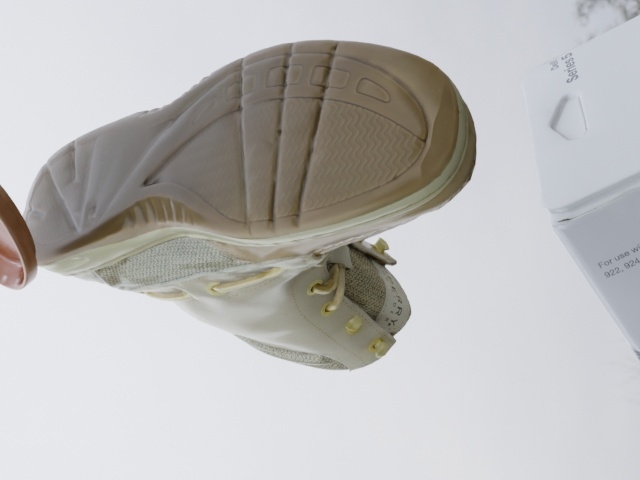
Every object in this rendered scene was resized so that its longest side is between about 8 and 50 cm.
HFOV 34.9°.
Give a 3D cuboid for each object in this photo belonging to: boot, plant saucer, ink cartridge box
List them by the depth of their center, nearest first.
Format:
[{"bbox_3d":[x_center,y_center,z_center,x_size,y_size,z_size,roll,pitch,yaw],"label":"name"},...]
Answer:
[{"bbox_3d":[-0.159,-0.014,0.468,0.013,0.083,0.083,-42,-57,-31],"label":"plant saucer"},{"bbox_3d":[0.000,0.000,0.530,0.203,0.262,0.095,31,-125,-44],"label":"boot"},{"bbox_3d":[0.250,0.011,0.659,0.273,0.115,0.198,52,-156,-25],"label":"ink cartridge box"}]
